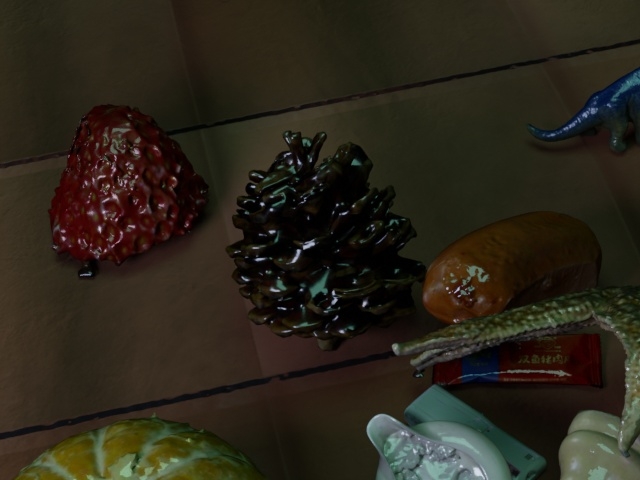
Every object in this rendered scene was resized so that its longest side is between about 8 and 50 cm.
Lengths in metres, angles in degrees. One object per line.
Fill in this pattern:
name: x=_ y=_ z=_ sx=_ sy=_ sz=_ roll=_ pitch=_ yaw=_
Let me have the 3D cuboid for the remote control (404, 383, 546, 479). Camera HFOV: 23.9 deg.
remote control: x=0.172 y=0.223 z=1.704 sx=0.065 sy=0.029 sz=0.166 roll=-36 pitch=51 yaw=-29

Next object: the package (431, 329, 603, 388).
package: x=0.233 y=0.140 z=1.789 sx=0.200 sy=0.022 sz=0.083 roll=1 pitch=44 yaw=5

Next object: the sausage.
sausage: x=0.230 y=0.036 z=1.806 sx=0.258 sy=0.133 sz=0.133 roll=-18 pitch=42 yaw=-35

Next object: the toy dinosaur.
toy dinosaur: x=0.398 y=-0.213 z=2.021 sx=0.247 sy=0.188 sz=0.075 roll=-8 pitch=36 yaw=1

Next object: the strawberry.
strawberry: x=-0.274 y=-0.089 z=1.986 sx=0.233 sy=0.178 sz=0.234 roll=-7 pitch=38 yaw=6

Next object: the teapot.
teapot: x=0.139 y=0.271 z=1.605 sx=0.226 sy=0.092 sz=0.145 roll=39 pitch=87 yaw=13

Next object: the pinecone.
pinecone: x=-0.001 y=0.009 z=1.790 sx=0.243 sy=0.257 sz=0.243 roll=-14 pitch=39 yaw=12

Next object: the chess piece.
chess piece: x=0.249 y=0.329 z=1.519 sx=0.124 sy=0.139 sz=0.307 roll=10 pitch=47 yaw=37

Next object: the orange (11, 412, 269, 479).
orange: x=-0.182 y=0.330 z=1.481 sx=0.329 sy=0.249 sz=0.329 roll=-2 pitch=40 yaw=1

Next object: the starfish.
starfish: x=0.279 y=0.115 z=1.611 sx=0.383 sy=0.132 sz=0.398 roll=-9 pitch=7 yaw=7
